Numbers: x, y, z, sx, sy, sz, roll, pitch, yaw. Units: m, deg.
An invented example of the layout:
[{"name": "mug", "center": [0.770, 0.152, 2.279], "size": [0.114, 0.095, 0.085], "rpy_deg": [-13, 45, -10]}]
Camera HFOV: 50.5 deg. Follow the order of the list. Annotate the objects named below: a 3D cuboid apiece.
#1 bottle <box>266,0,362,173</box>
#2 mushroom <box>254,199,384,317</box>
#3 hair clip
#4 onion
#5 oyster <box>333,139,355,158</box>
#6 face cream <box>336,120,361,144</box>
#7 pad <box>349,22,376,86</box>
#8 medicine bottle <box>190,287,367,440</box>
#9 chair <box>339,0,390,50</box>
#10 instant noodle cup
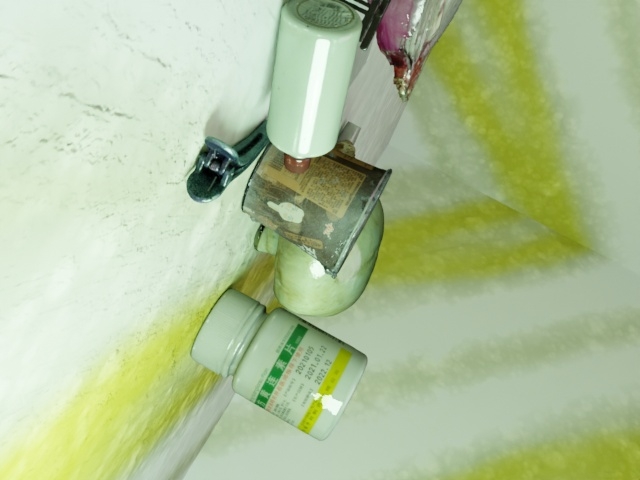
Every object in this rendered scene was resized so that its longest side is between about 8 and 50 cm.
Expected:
[{"name": "bottle", "center": [-0.016, -0.193, 0.912], "size": [0.104, 0.104, 0.245], "rpy_deg": [-57, 166, -44]}, {"name": "mushroom", "center": [0.000, 0.000, 1.466], "size": [0.352, 0.260, 0.352], "rpy_deg": [22, 90, -81]}, {"name": "hair clip", "center": [-0.110, -0.123, 0.922], "size": [0.275, 0.048, 0.083], "rpy_deg": [-63, 177, -69]}, {"name": "onion", "center": [0.149, -0.429, 1.164], "size": [0.349, 0.159, 0.267], "rpy_deg": [-65, 163, 19]}, {"name": "oyster", "center": [0.046, -0.136, 1.718], "size": [0.166, 0.094, 0.294], "rpy_deg": [-45, -147, 19]}, {"name": "face cream", "center": [0.051, -0.238, 1.866], "size": [0.182, 0.051, 0.072], "rpy_deg": [-61, 179, 8]}, {"name": "pad", "center": [0.097, -0.430, 1.521], "size": [0.156, 0.004, 0.232], "rpy_deg": [-59, 175, -26]}, {"name": "medicine bottle", "center": [-0.090, 0.259, 1.460], "size": [0.208, 0.339, 0.208], "rpy_deg": [-61, 176, -8]}, {"name": "chair", "center": [0.066, -0.378, 0.910], "size": [0.213, 0.101, 0.084], "rpy_deg": [-62, 176, 11]}, {"name": "instant noodle cup", "center": [-0.011, -0.076, 1.200], "size": [0.217, 0.207, 0.217], "rpy_deg": [-60, 176, -7]}]
